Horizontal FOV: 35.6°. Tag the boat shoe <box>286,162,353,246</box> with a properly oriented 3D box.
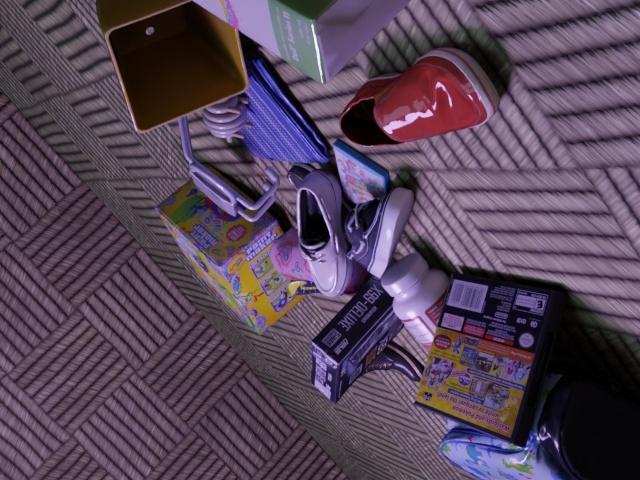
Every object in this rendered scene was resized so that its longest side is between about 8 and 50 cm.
[{"bbox_3d":[0.013,-0.058,1.948,0.228,0.069,0.081,44,162,1],"label":"boat shoe"}]

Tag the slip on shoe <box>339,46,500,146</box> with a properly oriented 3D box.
[{"bbox_3d":[0.129,-0.182,1.365,0.123,0.101,0.331,52,160,-18],"label":"slip on shoe"}]

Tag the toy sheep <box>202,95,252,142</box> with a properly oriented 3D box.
[{"bbox_3d":[-0.174,-0.230,1.834,0.091,0.091,0.132,33,144,32],"label":"toy sheep"}]

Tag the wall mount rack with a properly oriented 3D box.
[{"bbox_3d":[-0.224,-0.175,2.081,0.304,0.130,0.350,41,173,0],"label":"wall mount rack"}]

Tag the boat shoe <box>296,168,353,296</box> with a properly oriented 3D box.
[{"bbox_3d":[0.000,0.000,1.889,0.096,0.088,0.268,14,124,26],"label":"boat shoe"}]

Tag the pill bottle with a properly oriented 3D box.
[{"bbox_3d":[0.213,0.131,1.847,0.216,0.121,0.121,50,162,-15],"label":"pill bottle"}]

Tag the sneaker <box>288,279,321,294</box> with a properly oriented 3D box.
[{"bbox_3d":[-0.002,0.090,2.277,0.059,0.144,0.053,-98,14,-54],"label":"sneaker"}]

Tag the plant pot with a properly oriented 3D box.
[{"bbox_3d":[-0.269,-0.347,1.683,0.187,0.212,0.212,53,162,40],"label":"plant pot"}]

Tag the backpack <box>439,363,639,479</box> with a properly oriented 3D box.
[{"bbox_3d":[0.370,0.322,1.715,0.290,0.273,0.355,30,179,-31],"label":"backpack"}]

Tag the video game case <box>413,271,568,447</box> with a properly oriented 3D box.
[{"bbox_3d":[0.277,0.189,1.659,0.035,0.248,0.275,19,175,-29],"label":"video game case"}]

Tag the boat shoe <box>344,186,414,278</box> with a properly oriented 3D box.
[{"bbox_3d":[0.093,-0.023,1.760,0.102,0.108,0.301,25,163,5],"label":"boat shoe"}]

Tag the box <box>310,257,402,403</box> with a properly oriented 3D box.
[{"bbox_3d":[0.085,0.193,2.073,0.076,0.242,0.307,40,161,15],"label":"box"}]

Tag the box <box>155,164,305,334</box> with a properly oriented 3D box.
[{"bbox_3d":[-0.207,0.023,2.388,0.290,0.177,0.279,39,163,39],"label":"box"}]

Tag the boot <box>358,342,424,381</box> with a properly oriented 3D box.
[{"bbox_3d":[0.137,0.305,2.380,0.198,0.137,0.077,37,161,20],"label":"boot"}]

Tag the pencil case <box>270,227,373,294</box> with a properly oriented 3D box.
[{"bbox_3d":[0.004,0.040,2.118,0.124,0.124,0.284,52,161,-22],"label":"pencil case"}]

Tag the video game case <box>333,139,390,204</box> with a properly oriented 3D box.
[{"bbox_3d":[0.079,-0.101,1.794,0.119,0.015,0.166,36,160,26],"label":"video game case"}]

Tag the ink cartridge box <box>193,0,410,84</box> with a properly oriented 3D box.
[{"bbox_3d":[-0.065,-0.367,1.194,0.353,0.207,0.119,36,162,24],"label":"ink cartridge box"}]

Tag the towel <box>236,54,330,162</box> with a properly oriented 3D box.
[{"bbox_3d":[-0.123,-0.246,1.897,0.243,0.040,0.336,50,164,-23],"label":"towel"}]
